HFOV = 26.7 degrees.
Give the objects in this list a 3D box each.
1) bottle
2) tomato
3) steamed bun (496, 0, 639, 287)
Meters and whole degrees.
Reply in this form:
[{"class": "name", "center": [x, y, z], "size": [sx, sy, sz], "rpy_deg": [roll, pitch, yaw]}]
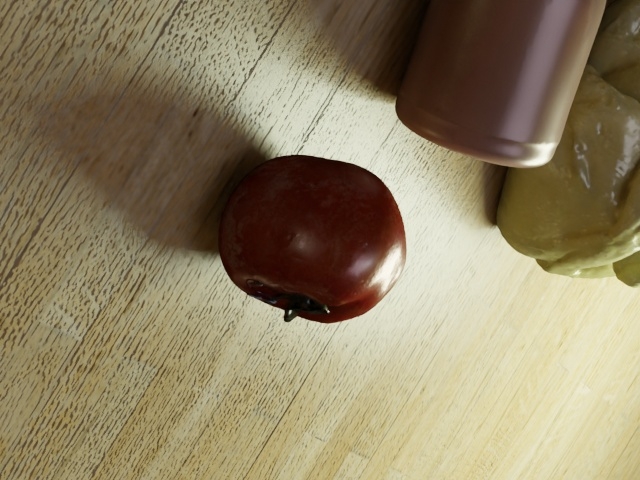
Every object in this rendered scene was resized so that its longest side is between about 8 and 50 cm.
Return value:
[{"class": "bottle", "center": [0.195, -0.241, 1.356], "size": [0.206, 0.173, 0.297], "rpy_deg": [-61, 168, -71]}, {"class": "tomato", "center": [0.000, 0.000, 1.274], "size": [0.187, 0.187, 0.151], "rpy_deg": [55, 48, -55]}, {"class": "steamed bun", "center": [0.395, -0.115, 1.653], "size": [0.372, 0.230, 0.325], "rpy_deg": [-46, 138, -12]}]
